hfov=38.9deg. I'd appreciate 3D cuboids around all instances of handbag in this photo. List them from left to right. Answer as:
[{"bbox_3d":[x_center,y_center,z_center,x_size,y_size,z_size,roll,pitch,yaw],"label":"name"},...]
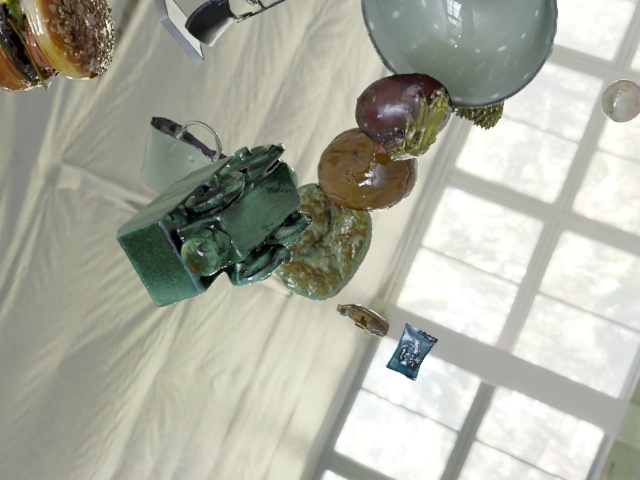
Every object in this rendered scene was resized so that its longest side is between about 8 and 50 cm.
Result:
[{"bbox_3d":[-0.302,-0.176,2.078,0.109,0.241,0.315,-60,8,-22],"label":"handbag"}]

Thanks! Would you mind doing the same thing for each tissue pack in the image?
[{"bbox_3d":[0.214,0.268,2.141,0.138,0.085,0.028,-68,-9,25],"label":"tissue pack"}]

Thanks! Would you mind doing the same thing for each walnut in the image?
[{"bbox_3d":[0.086,-0.133,1.695,0.167,0.207,0.167,-6,-81,-47],"label":"walnut"}]

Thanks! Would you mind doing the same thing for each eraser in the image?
[{"bbox_3d":[-0.286,-0.436,1.829,0.150,0.023,0.104,49,-160,-56],"label":"eraser"}]

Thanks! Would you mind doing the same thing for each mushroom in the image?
[{"bbox_3d":[0.572,-0.264,1.718,0.067,0.083,0.083,-126,52,-68],"label":"mushroom"}]

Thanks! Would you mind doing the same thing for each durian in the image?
[{"bbox_3d":[0.318,-0.294,1.913,0.186,0.108,0.119,89,164,-51],"label":"durian"}]

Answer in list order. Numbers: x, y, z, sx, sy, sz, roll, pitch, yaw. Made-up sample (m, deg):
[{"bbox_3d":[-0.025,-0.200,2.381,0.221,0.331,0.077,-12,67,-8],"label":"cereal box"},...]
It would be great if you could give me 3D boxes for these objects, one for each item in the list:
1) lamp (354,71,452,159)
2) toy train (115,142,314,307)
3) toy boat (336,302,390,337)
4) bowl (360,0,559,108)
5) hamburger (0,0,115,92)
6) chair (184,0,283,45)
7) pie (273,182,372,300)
[{"bbox_3d":[0.134,-0.197,1.455,0.157,0.156,0.135,-1,-94,-79],"label":"lamp"},{"bbox_3d":[-0.148,-0.024,1.335,0.167,0.238,0.299,63,-151,-15],"label":"toy train"},{"bbox_3d":[0.109,0.200,2.324,0.049,0.149,0.047,-42,-25,-50],"label":"toy boat"},{"bbox_3d":[0.246,-0.399,1.465,0.157,0.337,0.337,-45,-28,-43],"label":"bowl"},{"bbox_3d":[-0.509,-0.412,1.658,0.291,0.225,0.291,-13,-90,-82],"label":"hamburger"},{"bbox_3d":[-0.149,-0.455,1.565,0.221,0.145,0.140,-33,-10,15],"label":"chair"},{"bbox_3d":[0.000,0.000,1.825,0.240,0.240,0.054,-68,20,0],"label":"pie"}]
